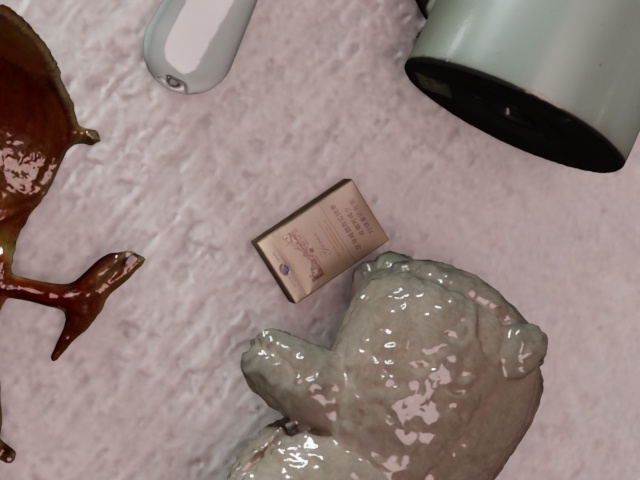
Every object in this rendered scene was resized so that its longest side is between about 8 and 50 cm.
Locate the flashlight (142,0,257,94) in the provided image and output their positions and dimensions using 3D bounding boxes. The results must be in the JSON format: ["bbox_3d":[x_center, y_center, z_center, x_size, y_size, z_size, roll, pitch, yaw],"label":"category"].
[{"bbox_3d":[-0.059,-0.192,0.876,0.093,0.047,0.200,25,90,-15],"label":"flashlight"}]

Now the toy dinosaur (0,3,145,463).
[{"bbox_3d":[-0.233,0.036,0.814,0.206,0.113,0.327,40,86,-14],"label":"toy dinosaur"}]

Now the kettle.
[{"bbox_3d":[0.154,-0.197,0.886,0.221,0.161,0.236,25,86,16],"label":"kettle"}]

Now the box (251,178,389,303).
[{"bbox_3d":[0.000,0.000,0.917,0.083,0.024,0.053,-33,101,-9],"label":"box"}]

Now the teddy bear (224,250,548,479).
[{"bbox_3d":[0.041,0.142,0.873,0.236,0.151,0.267,36,88,-23],"label":"teddy bear"}]
